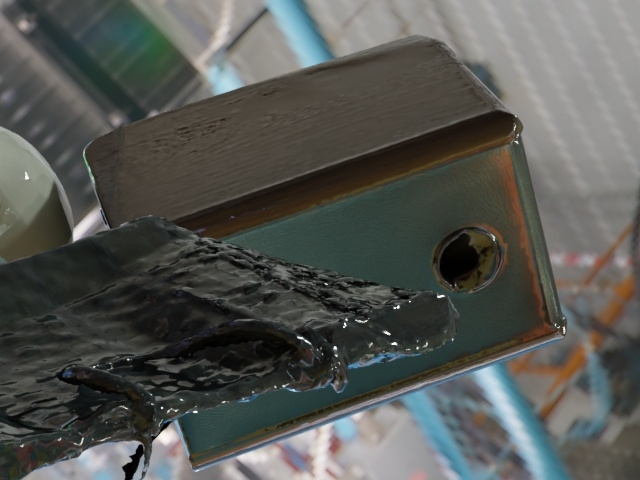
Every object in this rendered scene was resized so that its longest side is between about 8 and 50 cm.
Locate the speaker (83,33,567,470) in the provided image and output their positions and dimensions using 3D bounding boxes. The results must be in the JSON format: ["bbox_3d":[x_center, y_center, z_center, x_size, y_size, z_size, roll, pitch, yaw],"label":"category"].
[{"bbox_3d":[0.000,0.000,1.162,0.192,0.230,0.153,-123,-165,-63],"label":"speaker"}]

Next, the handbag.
[{"bbox_3d":[-0.086,0.055,0.847,0.175,0.270,0.089,7,-71,49],"label":"handbag"}]

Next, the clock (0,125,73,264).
[{"bbox_3d":[-0.323,0.072,1.209,0.325,0.342,0.184,8,-21,49],"label":"clock"}]
